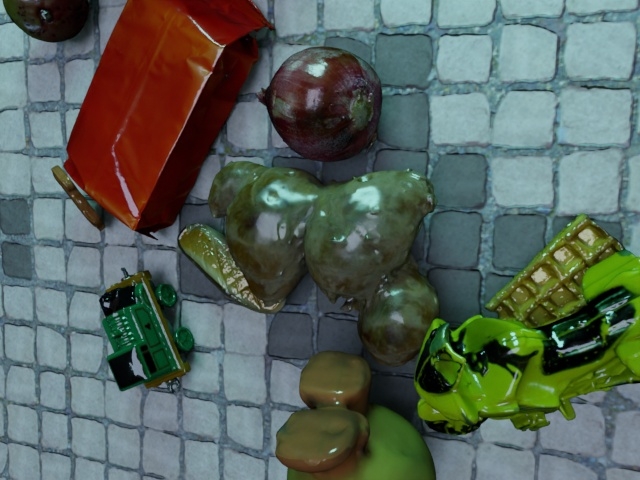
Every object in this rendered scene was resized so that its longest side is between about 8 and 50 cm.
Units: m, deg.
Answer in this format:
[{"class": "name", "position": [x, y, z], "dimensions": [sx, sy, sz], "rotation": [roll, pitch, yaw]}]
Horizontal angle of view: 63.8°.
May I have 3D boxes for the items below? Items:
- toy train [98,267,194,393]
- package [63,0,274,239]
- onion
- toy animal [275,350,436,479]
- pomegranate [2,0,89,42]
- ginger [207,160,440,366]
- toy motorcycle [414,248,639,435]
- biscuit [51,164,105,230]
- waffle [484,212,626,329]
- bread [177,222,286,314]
[{"class": "toy train", "position": [-0.292, 0.152, 0.840], "dimensions": [0.091, 0.136, 0.228], "rotation": [-24, 89, 19]}, {"class": "package", "position": [-0.250, -0.210, 0.801], "dimensions": [0.195, 0.123, 0.424], "rotation": [37, 107, 10]}, {"class": "onion", "position": [-0.014, -0.192, 0.710], "dimensions": [0.194, 0.159, 0.160], "rotation": [23, 102, 35]}, {"class": "toy animal", "position": [0.055, 0.328, 0.676], "dimensions": [0.191, 0.216, 0.339], "rotation": [0, 117, 11]}, {"class": "pomegranate", "position": [-0.451, -0.411, 0.865], "dimensions": [0.129, 0.129, 0.159], "rotation": [-2, 51, 19]}, {"class": "ginger", "position": [0.000, 0.000, 0.708], "dimensions": [0.374, 0.176, 0.256], "rotation": [21, 105, 18]}, {"class": "toy motorcycle", "position": [0.245, 0.130, 0.583], "dimensions": [0.342, 0.206, 0.142], "rotation": [-30, 51, 21]}, {"class": "biscuit", "position": [-0.414, -0.070, 0.878], "dimensions": [0.019, 0.131, 0.102], "rotation": [-39, 39, -18]}, {"class": "waffle", "position": [0.320, 0.094, 0.664], "dimensions": [0.160, 0.055, 0.211], "rotation": [44, 106, 10]}, {"class": "bread", "position": [-0.141, 0.048, 0.821], "dimensions": [0.214, 0.053, 0.073], "rotation": [36, 86, 15]}]
